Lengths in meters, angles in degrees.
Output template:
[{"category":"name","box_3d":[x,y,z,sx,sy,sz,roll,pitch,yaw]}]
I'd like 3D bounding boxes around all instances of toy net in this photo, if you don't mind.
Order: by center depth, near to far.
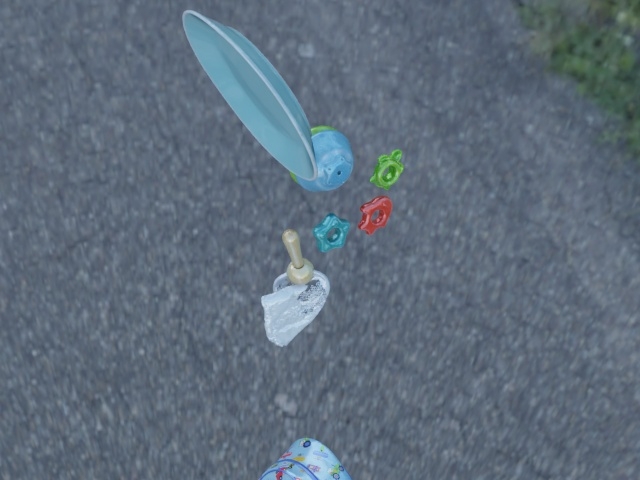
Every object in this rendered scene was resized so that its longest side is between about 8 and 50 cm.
[{"category":"toy net","box_3d":[0.000,0.000,1.281,0.122,0.232,0.045,8,21,-39]}]

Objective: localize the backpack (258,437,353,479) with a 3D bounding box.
[{"category":"backpack","box_3d":[-0.016,0.326,1.431,0.117,0.158,0.173,-16,58,-39]}]

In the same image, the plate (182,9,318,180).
[{"category":"plate","box_3d":[-0.057,-0.133,1.102,0.024,0.188,0.188,-38,68,-10]}]
